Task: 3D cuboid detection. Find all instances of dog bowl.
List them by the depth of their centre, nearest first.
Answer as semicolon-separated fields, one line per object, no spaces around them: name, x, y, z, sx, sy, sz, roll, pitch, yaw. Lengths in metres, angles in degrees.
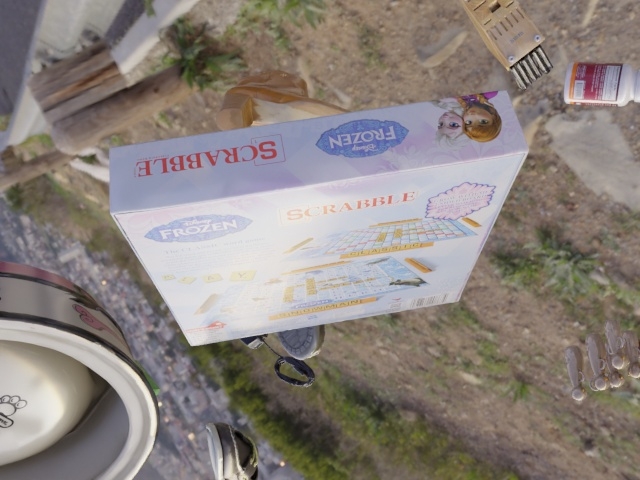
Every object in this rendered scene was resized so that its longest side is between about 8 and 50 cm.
dog bowl;-0.413;0.197;0.810;0.150;0.408;0.408;-118;15;-49

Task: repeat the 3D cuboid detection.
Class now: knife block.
knife block;0.407;-0.462;1.482;0.275;0.088;0.242;51;-165;-4

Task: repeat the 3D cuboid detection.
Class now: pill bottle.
pill bottle;0.579;-0.317;1.357;0.152;0.086;0.086;9;131;24

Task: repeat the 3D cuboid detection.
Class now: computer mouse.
computer mouse;-0.099;0.198;1.290;0.242;0.071;0.041;40;-175;25

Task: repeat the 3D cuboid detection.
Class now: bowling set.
bowling set;0.800;0.326;1.779;0.287;0.200;0.154;101;170;-63

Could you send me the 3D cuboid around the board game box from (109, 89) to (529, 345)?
board game box;0.000;0.000;0.644;0.318;0.319;0.066;90;170;-64

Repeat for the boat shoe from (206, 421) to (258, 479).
boat shoe;-0.125;0.314;0.979;0.227;0.069;0.081;99;158;-58

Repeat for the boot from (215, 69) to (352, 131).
boot;-0.039;-0.258;1.265;0.295;0.211;0.104;8;125;7

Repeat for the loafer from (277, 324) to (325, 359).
loafer;-0.025;0.106;1.188;0.087;0.094;0.251;32;-148;-35

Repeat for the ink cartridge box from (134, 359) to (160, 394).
ink cartridge box;-0.569;0.403;1.626;0.121;0.211;0.289;45;-170;23
